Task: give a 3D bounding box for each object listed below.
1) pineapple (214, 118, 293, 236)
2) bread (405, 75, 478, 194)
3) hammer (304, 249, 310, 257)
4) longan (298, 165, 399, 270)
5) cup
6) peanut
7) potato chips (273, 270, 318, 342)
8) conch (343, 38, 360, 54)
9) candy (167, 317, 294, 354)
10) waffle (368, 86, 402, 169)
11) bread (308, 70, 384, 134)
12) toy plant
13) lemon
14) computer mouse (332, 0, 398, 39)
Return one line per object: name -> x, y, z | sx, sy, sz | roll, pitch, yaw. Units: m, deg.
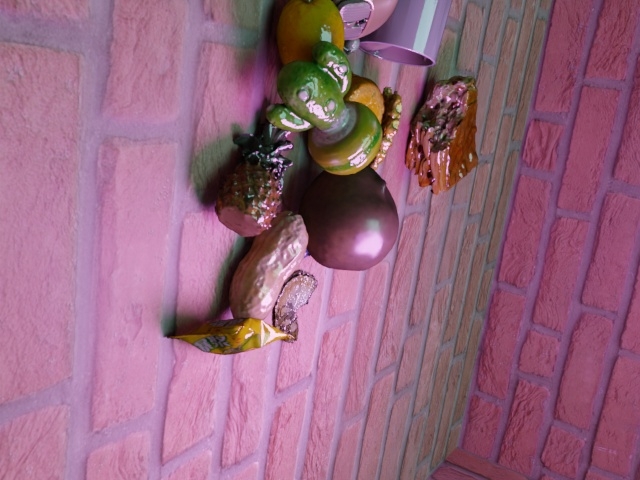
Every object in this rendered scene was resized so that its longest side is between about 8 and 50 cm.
pineapple -> -0.144, -0.166, 1.603 | 0.170, 0.141, 0.310 | 42, 52, -32
bread -> 0.422, -0.380, 2.411 | 0.314, 0.191, 0.370 | -32, 126, -44
hammer -> 0.000, 0.000, 2.004 | 0.194, 0.069, 0.116 | -40, 137, -33
longan -> 0.077, -0.063, 1.848 | 0.297, 0.297, 0.297 | -34, 132, -49
cup -> 0.252, -0.680, 1.953 | 0.323, 0.236, 0.327 | -79, -178, -86
peanut -> -0.134, 0.072, 1.731 | 0.313, 0.149, 0.149 | -63, 149, -19
potato chips -> -0.077, 0.195, 2.001 | 0.202, 0.029, 0.220 | -6, 106, -59
conch -> 0.069, -0.547, 1.851 | 0.076, 0.056, 0.085 | -8, 92, -38
candy -> -0.208, 0.232, 1.651 | 0.297, 0.187, 0.081 | 24, 55, -64
waffle -> 0.182, -0.336, 2.019 | 0.291, 0.051, 0.291 | -162, -90, -80
bread -> 0.065, -0.333, 1.862 | 0.268, 0.145, 0.269 | -29, 127, -47
toy plant -> 0.004, -0.303, 1.595 | 0.224, 0.184, 0.316 | -37, 136, 5
lemon -> -0.024, -0.476, 1.615 | 0.170, 0.170, 0.207 | -41, 141, -44
computer mouse -> 0.114, -0.582, 1.721 | 0.236, 0.082, 0.145 | -33, 164, -33
